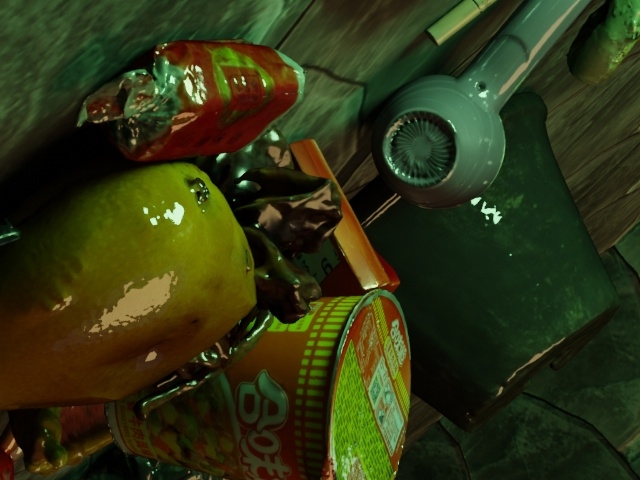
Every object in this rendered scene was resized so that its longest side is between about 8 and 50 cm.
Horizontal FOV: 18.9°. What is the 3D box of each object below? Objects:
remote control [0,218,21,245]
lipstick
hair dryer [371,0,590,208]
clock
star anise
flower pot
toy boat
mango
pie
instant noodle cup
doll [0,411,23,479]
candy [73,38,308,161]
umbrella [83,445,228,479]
[{"bbox_3d":[-0.342,0.110,1.257,0.399,0.062,0.144,-46,166,34],"label":"remote control"},{"bbox_3d":[0.131,-0.201,1.641,0.094,0.019,0.019,-39,168,-3],"label":"lipstick"},{"bbox_3d":[0.197,-0.182,1.751,0.361,0.121,0.301,-48,175,14],"label":"hair dryer"},{"bbox_3d":[0.000,0.000,1.649,0.061,0.155,0.113,-16,158,-34],"label":"clock"},{"bbox_3d":[-0.079,0.015,1.466,0.220,0.190,0.126,-38,143,6],"label":"star anise"},{"bbox_3d":[0.168,0.043,2.105,0.379,0.251,0.379,-36,166,-10],"label":"flower pot"},{"bbox_3d":[-0.186,0.125,1.656,0.318,0.099,0.141,-32,138,-63],"label":"toy boat"},{"bbox_3d":[-0.171,0.030,1.318,0.236,0.136,0.166,-37,157,7],"label":"mango"},{"bbox_3d":[0.307,-0.243,1.793,0.240,0.054,0.240,-56,179,-2],"label":"pie"},{"bbox_3d":[-0.055,0.126,1.562,0.193,0.212,0.193,4,90,-69],"label":"instant noodle cup"},{"bbox_3d":[-0.314,0.213,1.669,0.217,0.085,0.183,-52,166,14],"label":"doll"},{"bbox_3d":[-0.080,-0.095,1.302,0.086,0.059,0.292,-43,166,24],"label":"candy"},{"bbox_3d":[-0.228,0.298,2.139,0.336,0.128,0.154,-25,164,-40],"label":"umbrella"}]
